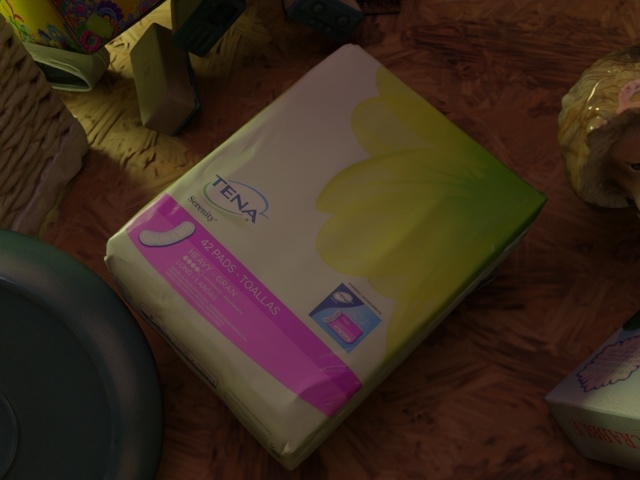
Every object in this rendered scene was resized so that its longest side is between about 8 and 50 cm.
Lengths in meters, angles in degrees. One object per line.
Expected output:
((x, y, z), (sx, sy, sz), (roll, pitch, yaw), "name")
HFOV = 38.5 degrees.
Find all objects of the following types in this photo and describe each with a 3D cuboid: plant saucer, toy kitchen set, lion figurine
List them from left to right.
((-0.279, 0.146, 0.698), (0.318, 0.044, 0.317), (-1, 93, -10), "plant saucer")
((-0.077, -0.204, 0.996), (0.207, 0.166, 0.122), (-42, 48, 32), "toy kitchen set")
((0.350, -0.130, 0.775), (0.392, 0.240, 0.142), (-36, 58, -15), "lion figurine")

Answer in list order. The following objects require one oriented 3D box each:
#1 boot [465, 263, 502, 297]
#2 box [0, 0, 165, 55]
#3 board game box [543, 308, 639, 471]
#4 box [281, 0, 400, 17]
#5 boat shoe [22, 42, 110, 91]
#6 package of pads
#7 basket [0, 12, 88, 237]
((0.028, 0.021, 0.828), (0.208, 0.076, 0.189), (-40, 73, -9), "boot")
((-0.229, -0.350, 0.926), (0.290, 0.177, 0.279), (-45, 36, -20), "box")
((0.358, 0.049, 0.628), (0.318, 0.319, 0.066), (-38, 97, -16), "board game box")
((0.026, -0.305, 1.075), (0.137, 0.027, 0.093), (0, 55, 9), "box")
((-0.335, -0.203, 1.052), (0.184, 0.066, 0.063), (12, 58, 5), "boat shoe")
((0.000, 0.000, 0.752), (0.296, 0.101, 0.229), (-42, 73, -17), "package of pads")
((-0.463, -0.086, 0.869), (0.329, 0.266, 0.331), (12, 57, 18), "basket")
